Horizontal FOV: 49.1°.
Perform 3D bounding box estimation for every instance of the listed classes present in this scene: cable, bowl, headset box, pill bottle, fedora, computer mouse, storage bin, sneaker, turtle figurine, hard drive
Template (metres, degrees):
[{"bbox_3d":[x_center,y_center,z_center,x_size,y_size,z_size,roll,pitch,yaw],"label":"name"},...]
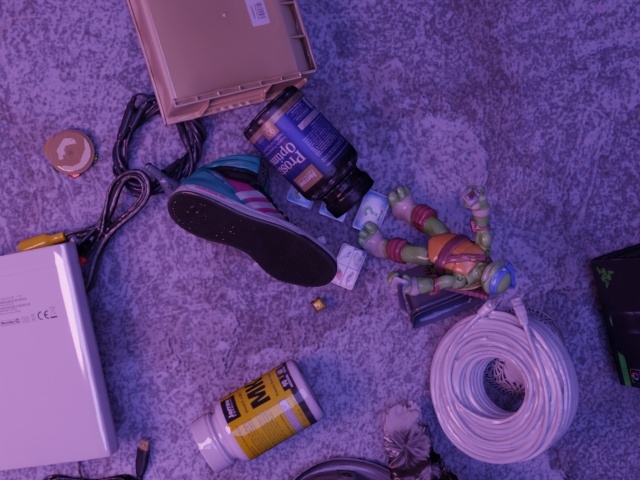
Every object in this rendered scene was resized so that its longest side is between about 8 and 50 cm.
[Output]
[{"bbox_3d":[0.308,0.247,1.204,0.257,0.089,0.257,-40,65,33],"label":"cable"},{"bbox_3d":[0.380,0.208,1.274,0.170,0.080,0.170,0,90,-5],"label":"bowl"},{"bbox_3d":[0.620,0.128,1.200,0.131,0.283,0.246,-15,93,-20],"label":"headset box"},{"bbox_3d":[-0.109,0.306,1.216,0.208,0.119,0.119,-30,92,-4],"label":"pill bottle"},{"bbox_3d":[-0.015,-0.147,1.199,0.123,0.123,0.219,-45,98,-3],"label":"pill bottle"},{"bbox_3d":[-0.394,0.001,1.200,0.287,0.072,0.139,-35,92,9],"label":"cable"},{"bbox_3d":[0.049,0.517,1.227,0.275,0.124,0.244,18,89,-4],"label":"fedora"},{"bbox_3d":[-0.390,0.334,1.224,0.184,0.060,0.262,5,90,-4],"label":"computer mouse"},{"bbox_3d":[-0.171,-0.363,1.186,0.260,0.123,0.262,-17,91,-17],"label":"storage bin"},{"bbox_3d":[-0.097,-0.046,1.191,0.295,0.178,0.124,28,128,-11],"label":"sneaker"},{"bbox_3d":[-0.288,-0.161,1.242,0.150,0.047,0.185,18,92,-12],"label":"cable"},{"bbox_3d":[0.174,-0.012,1.143,0.274,0.266,0.198,5,106,-40],"label":"turtle figurine"},{"bbox_3d":[-0.481,0.196,1.167,0.233,0.047,0.353,-10,93,12],"label":"hard drive"},{"bbox_3d":[0.211,0.088,1.261,0.135,0.098,0.091,-20,64,-4],"label":"storage bin"}]

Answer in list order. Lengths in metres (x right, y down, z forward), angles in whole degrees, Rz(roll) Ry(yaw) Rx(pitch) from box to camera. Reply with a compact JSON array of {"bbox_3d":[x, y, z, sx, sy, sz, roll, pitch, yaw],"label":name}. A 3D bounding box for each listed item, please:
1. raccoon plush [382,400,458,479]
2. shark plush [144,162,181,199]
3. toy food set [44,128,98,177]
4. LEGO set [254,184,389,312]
[{"bbox_3d":[0.269,0.518,1.248,0.216,0.299,0.446,-16,60,6],"label":"raccoon plush"},{"bbox_3d":[-0.232,-0.080,1.211,0.073,0.067,0.161,-34,114,-8],"label":"shark plush"},{"bbox_3d":[-0.439,-0.154,1.237,0.083,0.020,0.083,-29,93,-4],"label":"toy food set"},{"bbox_3d":[0.000,0.000,1.256,0.182,0.060,0.244,23,89,0],"label":"LEGO set"}]
